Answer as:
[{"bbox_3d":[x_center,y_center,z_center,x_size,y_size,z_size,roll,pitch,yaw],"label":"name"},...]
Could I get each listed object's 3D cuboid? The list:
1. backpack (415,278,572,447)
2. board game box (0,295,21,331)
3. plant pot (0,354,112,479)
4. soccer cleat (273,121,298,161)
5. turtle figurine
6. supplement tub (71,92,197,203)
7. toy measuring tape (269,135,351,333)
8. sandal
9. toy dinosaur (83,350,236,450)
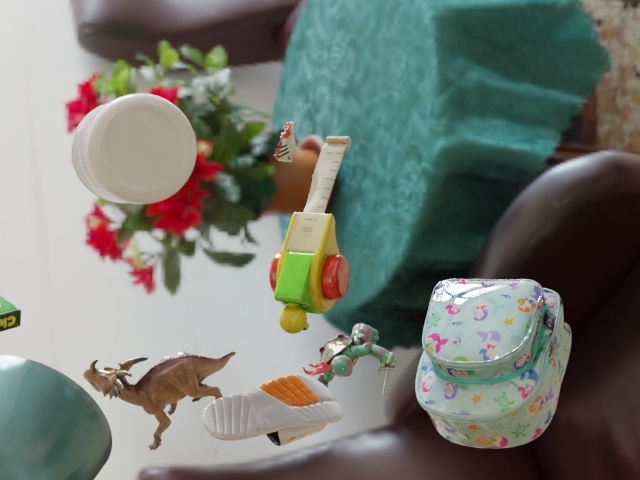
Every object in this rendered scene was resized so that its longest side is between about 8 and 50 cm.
[{"bbox_3d":[0.260,0.185,1.690,0.225,0.191,0.253,0,54,28],"label":"backpack"},{"bbox_3d":[-0.516,0.065,1.414,0.260,0.136,0.030,27,117,37],"label":"board game box"},{"bbox_3d":[-0.521,0.373,1.785,0.235,0.293,0.293,-67,1,-52],"label":"plant pot"},{"bbox_3d":[-0.051,-0.162,1.807,0.029,0.036,0.083,-79,10,-47],"label":"soccer cleat"},{"bbox_3d":[0.052,0.229,2.035,0.118,0.175,0.234,64,-171,-9],"label":"turtle figurine"},{"bbox_3d":[-0.343,-0.161,1.979,0.272,0.191,0.191,-174,87,-69],"label":"supplement tub"},{"bbox_3d":[0.000,0.000,1.663,0.121,0.121,0.330,-41,29,57],"label":"toy measuring tape"},{"bbox_3d":[-0.086,0.281,1.742,0.102,0.265,0.076,55,131,32],"label":"sandal"},{"bbox_3d":[-0.315,0.281,2.226,0.200,0.296,0.127,64,176,-25],"label":"toy dinosaur"}]
